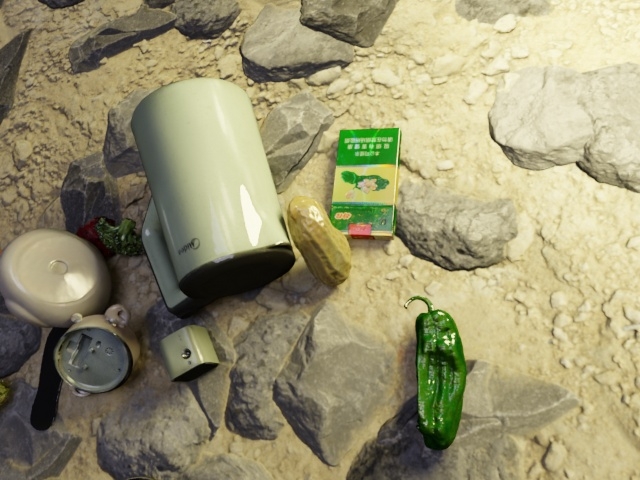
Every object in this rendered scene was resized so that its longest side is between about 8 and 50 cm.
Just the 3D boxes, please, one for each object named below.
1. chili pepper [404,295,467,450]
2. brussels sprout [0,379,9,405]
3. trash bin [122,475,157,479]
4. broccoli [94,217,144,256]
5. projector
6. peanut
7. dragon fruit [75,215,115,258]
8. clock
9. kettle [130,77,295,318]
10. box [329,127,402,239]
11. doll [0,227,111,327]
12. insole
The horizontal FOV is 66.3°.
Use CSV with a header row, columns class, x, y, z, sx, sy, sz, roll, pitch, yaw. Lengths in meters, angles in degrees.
class,x,y,z,sx,sy,sz,roll,pitch,yaw
chili pepper,0.198,0.223,0.837,0.100,0.074,0.256,-3,73,15
brussels sprout,-0.720,0.338,1.073,0.085,0.058,0.085,-3,85,28
trash bin,-0.374,0.524,0.789,0.219,0.250,0.219,-26,69,-5
broccoli,-0.441,-0.013,1.088,0.097,0.095,0.092,35,98,30
projector,-0.257,0.223,0.961,0.083,0.083,0.082,-30,68,6
peanut,0.000,0.000,0.923,0.093,0.194,0.083,-33,21,-19
dragon fruit,-0.540,0.001,1.123,0.131,0.063,0.097,-22,68,8
clock,-0.449,0.229,0.982,0.156,0.063,0.229,30,101,-13
kettle,-0.247,-0.067,0.989,0.361,0.250,0.376,-30,68,27
box,0.093,-0.117,0.996,0.132,0.034,0.235,3,74,17
doll,-0.584,0.093,1.056,0.251,0.221,0.221,35,84,-10
insole,-0.586,0.285,1.079,0.086,0.005,0.253,3,73,18
